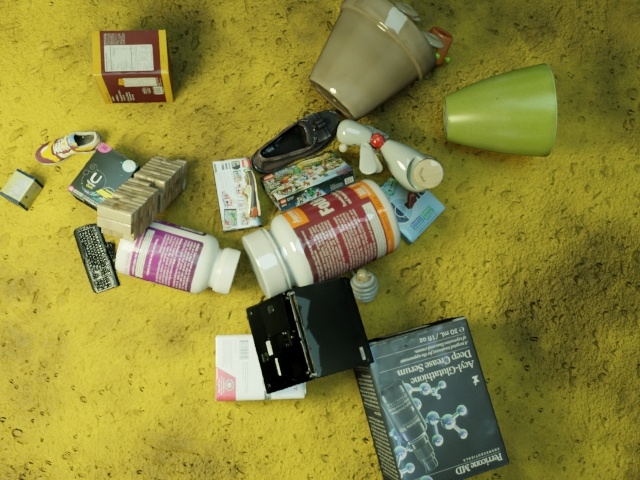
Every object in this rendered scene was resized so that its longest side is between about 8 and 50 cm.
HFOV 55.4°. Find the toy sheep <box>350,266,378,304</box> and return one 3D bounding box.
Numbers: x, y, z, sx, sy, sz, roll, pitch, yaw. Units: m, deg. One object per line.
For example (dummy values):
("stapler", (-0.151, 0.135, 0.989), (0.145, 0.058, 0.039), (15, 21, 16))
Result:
("toy sheep", (0.123, 0.131, 1.733), (0.091, 0.132, 0.091), (-8, 41, 7))

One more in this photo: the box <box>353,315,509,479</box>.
("box", (0.279, 0.435, 1.644), (0.294, 0.212, 0.395), (-14, 83, -12))

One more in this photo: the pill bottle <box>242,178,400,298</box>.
("pill bottle", (0.000, 0.000, 1.675), (0.392, 0.224, 0.224), (-23, 84, -13))

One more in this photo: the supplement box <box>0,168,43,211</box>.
("supplement box", (-0.804, -0.135, 1.644), (0.056, 0.083, 0.083), (29, 76, -2))

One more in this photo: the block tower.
("block tower", (-0.457, -0.117, 1.593), (0.097, 0.335, 0.091), (17, 122, 6))

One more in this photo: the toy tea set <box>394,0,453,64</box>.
("toy tea set", (0.257, -0.644, 1.898), (0.336, 0.124, 0.200), (44, 37, 18))

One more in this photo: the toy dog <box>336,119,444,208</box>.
("toy dog", (0.193, -0.209, 1.746), (0.334, 0.220, 0.161), (31, 105, 24))

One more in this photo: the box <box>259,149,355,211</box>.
("box", (-0.039, -0.174, 1.742), (0.233, 0.159, 0.044), (-23, 126, -13))

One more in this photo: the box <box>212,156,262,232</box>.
("box", (-0.241, -0.132, 1.758), (0.114, 0.036, 0.207), (-8, 81, -11))

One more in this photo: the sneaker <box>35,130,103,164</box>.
("sneaker", (-0.700, -0.265, 1.685), (0.186, 0.084, 0.069), (-20, 83, -13))

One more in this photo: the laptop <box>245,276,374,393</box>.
("laptop", (-0.034, 0.244, 1.574), (0.137, 0.264, 0.234), (4, 65, -53))

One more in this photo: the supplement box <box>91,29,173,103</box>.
("supplement box", (-0.518, -0.480, 1.700), (0.194, 0.191, 0.129), (-4, 80, -10))

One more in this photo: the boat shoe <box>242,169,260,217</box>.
("boat shoe", (-0.199, -0.132, 1.722), (0.043, 0.049, 0.137), (-8, 85, -9))

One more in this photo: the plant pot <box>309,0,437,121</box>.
("plant pot", (0.124, -0.515, 1.775), (0.323, 0.323, 0.280), (42, 92, 0))

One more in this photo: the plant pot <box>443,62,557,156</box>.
("plant pot", (0.523, -0.377, 1.832), (0.294, 0.275, 0.274), (-4, 80, 6))

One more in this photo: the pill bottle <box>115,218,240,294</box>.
("pill bottle", (-0.375, 0.048, 1.634), (0.302, 0.169, 0.169), (17, 77, -5))

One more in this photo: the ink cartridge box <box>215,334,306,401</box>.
("ink cartridge box", (-0.163, 0.340, 1.647), (0.237, 0.100, 0.171), (0, 79, -8))

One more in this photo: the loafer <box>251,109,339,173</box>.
("loafer", (-0.063, -0.295, 1.787), (0.303, 0.095, 0.109), (-33, 86, -13))

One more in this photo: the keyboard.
("keyboard", (-0.604, 0.041, 1.667), (0.100, 0.038, 0.192), (-21, 84, -12))

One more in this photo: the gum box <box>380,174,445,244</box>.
("gum box", (0.256, -0.106, 1.830), (0.184, 0.041, 0.157), (44, 76, 1))

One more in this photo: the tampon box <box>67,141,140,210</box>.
("tampon box", (-0.587, -0.162, 1.674), (0.120, 0.101, 0.161), (31, 76, -3))
